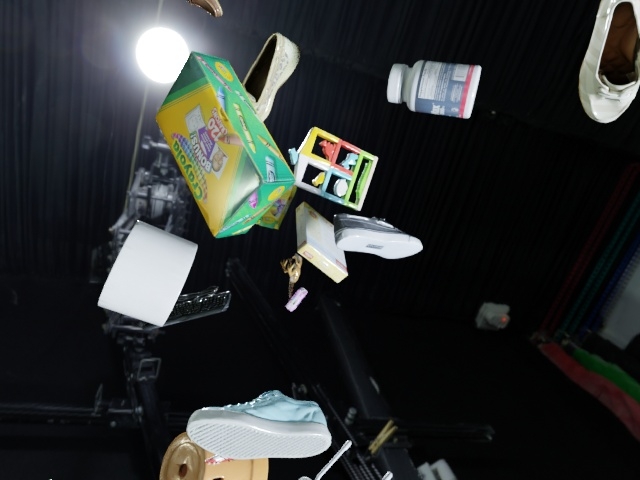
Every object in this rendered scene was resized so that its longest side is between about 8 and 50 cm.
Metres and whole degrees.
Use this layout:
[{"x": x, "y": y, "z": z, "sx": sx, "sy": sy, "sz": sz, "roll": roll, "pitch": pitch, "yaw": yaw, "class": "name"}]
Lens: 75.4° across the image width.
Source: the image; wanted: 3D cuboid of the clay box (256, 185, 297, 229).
[{"x": -0.175, "y": -0.127, "z": 1.404, "sx": 0.127, "sy": 0.053, "sz": 0.222, "roll": 16, "pitch": -124, "yaw": 8, "class": "clay box"}]

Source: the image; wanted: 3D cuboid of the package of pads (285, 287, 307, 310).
[{"x": -0.084, "y": 0.207, "z": 1.461, "sx": 0.032, "sy": 0.083, "sz": 0.050, "roll": 39, "pitch": -167, "yaw": 12, "class": "package of pads"}]

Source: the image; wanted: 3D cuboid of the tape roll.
[{"x": -0.458, "y": 0.089, "z": 1.113, "sx": 0.169, "sy": 0.246, "sz": 0.246, "roll": 25, "pitch": -164, "yaw": -19, "class": "tape roll"}]

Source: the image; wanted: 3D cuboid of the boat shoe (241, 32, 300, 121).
[{"x": -0.169, "y": -0.411, "z": 1.098, "sx": 0.104, "sy": 0.285, "sz": 0.089, "roll": 43, "pitch": -160, "yaw": 23, "class": "boat shoe"}]

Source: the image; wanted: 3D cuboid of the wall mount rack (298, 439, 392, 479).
[{"x": 0.072, "y": 0.850, "z": 1.349, "sx": 0.130, "sy": 0.304, "sz": 0.350, "roll": 25, "pitch": 172, "yaw": -37, "class": "wall mount rack"}]

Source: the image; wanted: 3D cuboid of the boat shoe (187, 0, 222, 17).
[{"x": -0.348, "y": -0.683, "z": 1.157, "sx": 0.178, "sy": 0.060, "sz": 0.064, "roll": 44, "pitch": 164, "yaw": 4, "class": "boat shoe"}]

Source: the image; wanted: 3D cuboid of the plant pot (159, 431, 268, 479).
[{"x": -0.329, "y": 0.680, "z": 1.228, "sx": 0.291, "sy": 0.291, "sz": 0.203, "roll": 37, "pitch": 180, "yaw": 45, "class": "plant pot"}]

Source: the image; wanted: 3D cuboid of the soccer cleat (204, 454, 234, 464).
[{"x": -0.267, "y": 0.577, "z": 1.109, "sx": 0.083, "sy": 0.029, "sz": 0.035, "roll": -2, "pitch": -126, "yaw": -17, "class": "soccer cleat"}]

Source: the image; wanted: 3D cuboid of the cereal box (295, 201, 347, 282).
[{"x": 0.000, "y": 0.000, "z": 1.280, "sx": 0.173, "sy": 0.047, "sz": 0.240, "roll": 39, "pitch": -155, "yaw": -26, "class": "cereal box"}]

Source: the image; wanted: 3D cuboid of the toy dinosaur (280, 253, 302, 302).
[{"x": -0.098, "y": 0.127, "z": 1.505, "sx": 0.064, "sy": 0.112, "sz": 0.211, "roll": -7, "pitch": -128, "yaw": 30, "class": "toy dinosaur"}]

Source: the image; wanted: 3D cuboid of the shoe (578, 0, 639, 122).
[{"x": 0.417, "y": -0.254, "z": 0.591, "sx": 0.077, "sy": 0.219, "sz": 0.058, "roll": 4, "pitch": -127, "yaw": 29, "class": "shoe"}]

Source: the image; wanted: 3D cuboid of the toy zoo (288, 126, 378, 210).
[{"x": 0.033, "y": -0.233, "z": 1.329, "sx": 0.293, "sy": 0.192, "sz": 0.030, "roll": 20, "pitch": 178, "yaw": -25, "class": "toy zoo"}]

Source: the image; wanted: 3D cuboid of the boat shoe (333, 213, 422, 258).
[{"x": 0.165, "y": -0.019, "z": 1.186, "sx": 0.301, "sy": 0.108, "sz": 0.102, "roll": 7, "pitch": -122, "yaw": -29, "class": "boat shoe"}]

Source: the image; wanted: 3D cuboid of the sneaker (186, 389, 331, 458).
[{"x": -0.157, "y": 0.460, "z": 1.066, "sx": 0.366, "sy": 0.135, "sz": 0.150, "roll": 19, "pitch": -157, "yaw": -22, "class": "sneaker"}]

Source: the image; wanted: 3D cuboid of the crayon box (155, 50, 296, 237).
[{"x": -0.177, "y": -0.167, "z": 0.738, "sx": 0.081, "sy": 0.165, "sz": 0.278, "roll": -13, "pitch": -112, "yaw": -50, "class": "crayon box"}]

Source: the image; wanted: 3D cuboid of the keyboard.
[{"x": -0.487, "y": 0.238, "z": 1.541, "sx": 0.317, "sy": 0.033, "sz": 0.201, "roll": -13, "pitch": -158, "yaw": 1, "class": "keyboard"}]

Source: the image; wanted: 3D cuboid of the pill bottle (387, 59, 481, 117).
[{"x": 0.242, "y": -0.329, "z": 0.894, "sx": 0.180, "sy": 0.108, "sz": 0.108, "roll": 14, "pitch": -162, "yaw": 17, "class": "pill bottle"}]
